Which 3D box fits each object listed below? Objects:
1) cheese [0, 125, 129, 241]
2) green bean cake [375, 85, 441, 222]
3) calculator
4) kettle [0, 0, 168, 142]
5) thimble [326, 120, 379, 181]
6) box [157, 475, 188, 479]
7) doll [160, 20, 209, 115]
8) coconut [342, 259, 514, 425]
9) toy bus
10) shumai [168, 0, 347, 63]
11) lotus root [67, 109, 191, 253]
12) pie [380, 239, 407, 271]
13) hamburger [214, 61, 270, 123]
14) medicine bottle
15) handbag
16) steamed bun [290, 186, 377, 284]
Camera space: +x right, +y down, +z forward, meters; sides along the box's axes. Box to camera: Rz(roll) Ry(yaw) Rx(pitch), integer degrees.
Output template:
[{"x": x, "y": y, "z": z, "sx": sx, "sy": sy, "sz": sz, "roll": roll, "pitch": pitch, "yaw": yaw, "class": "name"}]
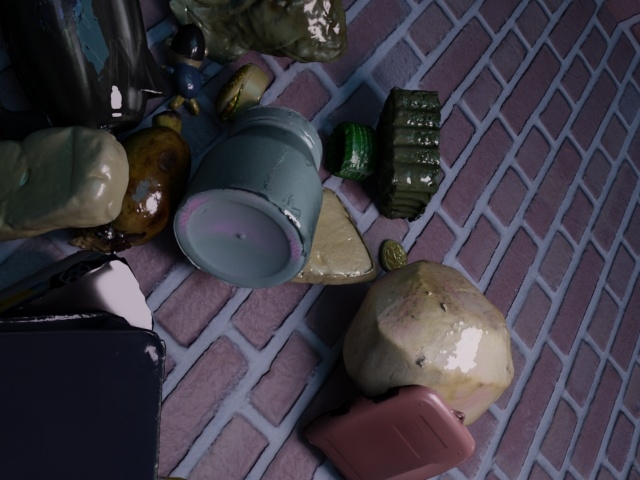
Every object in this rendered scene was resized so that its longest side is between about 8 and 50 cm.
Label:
[{"x": -0.428, "y": -0.087, "z": 0.972, "sx": 0.093, "sy": 0.263, "sz": 0.159, "roll": 40, "pitch": 41, "yaw": -73, "class": "cheese"}, {"x": 0.195, "y": -0.186, "z": 1.406, "sx": 0.132, "sy": 0.241, "sz": 0.254, "roll": 4, "pitch": 76, "yaw": -2, "class": "green bean cake"}, {"x": 0.130, "y": 0.380, "z": 1.180, "sx": 0.220, "sy": 0.330, "sz": 0.048, "roll": 52, "pitch": 31, "yaw": -12, "class": "calculator"}, {"x": -0.439, "y": -0.312, "z": 1.043, "sx": 0.321, "sy": 0.228, "sz": 0.324, "roll": -14, "pitch": 91, "yaw": -10, "class": "kettle"}, {"x": 0.072, "y": -0.199, "z": 1.407, "sx": 0.090, "sy": 0.118, "sz": 0.130, "roll": 9, "pitch": 56, "yaw": -29, "class": "thimble"}, {"x": -0.308, "y": 0.508, "z": 0.983, "sx": 0.168, "sy": 0.097, "sz": 0.265, "roll": 20, "pitch": 68, "yaw": -29, "class": "box"}, {"x": -0.266, "y": -0.345, "z": 1.235, "sx": 0.102, "sy": 0.089, "sz": 0.179, "roll": 7, "pitch": 98, "yaw": -33, "class": "doll"}, {"x": 0.216, "y": 0.229, "z": 1.276, "sx": 0.353, "sy": 0.353, "sz": 0.352, "roll": 9, "pitch": 74, "yaw": -33, "class": "coconut"}, {"x": -0.458, "y": 0.163, "z": 0.919, "sx": 0.386, "sy": 0.162, "sz": 0.171, "roll": -32, "pitch": 115, "yaw": -34, "class": "toy bus"}, {"x": -0.127, "y": -0.459, "z": 1.264, "sx": 0.289, "sy": 0.292, "sz": 0.330, "roll": -34, "pitch": 99, "yaw": -5, "class": "shumai"}, {"x": -0.310, "y": -0.100, "z": 1.084, "sx": 0.141, "sy": 0.169, "sz": 0.314, "roll": 38, "pitch": 64, "yaw": -30, "class": "lotus root"}, {"x": 0.173, "y": 0.039, "z": 1.475, "sx": 0.084, "sy": 0.021, "sz": 0.084, "roll": 13, "pitch": 68, "yaw": -34, "class": "pie"}, {"x": -0.163, "y": -0.294, "z": 1.261, "sx": 0.082, "sy": 0.126, "sz": 0.141, "roll": 27, "pitch": 86, "yaw": -14, "class": "hamburger"}, {"x": -0.112, "y": -0.094, "z": 1.154, "sx": 0.245, "sy": 0.245, "sz": 0.290, "roll": 37, "pitch": 42, "yaw": -22, "class": "medicine bottle"}, {"x": -0.380, "y": 0.252, "z": 0.808, "sx": 0.329, "sy": 0.122, "sz": 0.303, "roll": 3, "pitch": 93, "yaw": -41, "class": "handbag"}, {"x": -0.020, "y": 0.017, "z": 1.298, "sx": 0.213, "sy": 0.110, "sz": 0.231, "roll": -16, "pitch": 66, "yaw": -22, "class": "steamed bun"}]
